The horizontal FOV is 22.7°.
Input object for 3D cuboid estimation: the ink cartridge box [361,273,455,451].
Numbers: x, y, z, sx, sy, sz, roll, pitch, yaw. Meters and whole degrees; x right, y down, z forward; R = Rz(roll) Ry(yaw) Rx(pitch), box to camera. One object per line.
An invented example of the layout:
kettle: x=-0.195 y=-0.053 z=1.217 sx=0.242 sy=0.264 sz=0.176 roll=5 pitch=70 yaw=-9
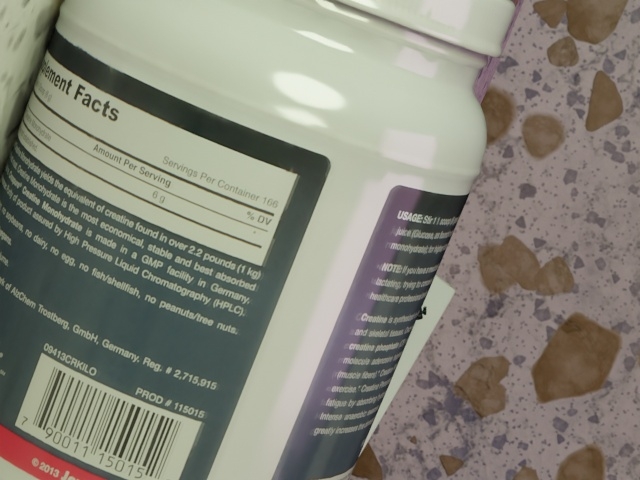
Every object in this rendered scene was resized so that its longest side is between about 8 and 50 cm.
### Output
ink cartridge box: x=-0.033 y=0.058 z=0.947 sx=0.128 sy=0.127 sz=0.176 roll=-57 pitch=-167 yaw=-28

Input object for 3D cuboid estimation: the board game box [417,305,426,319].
board game box: x=0.031 y=-0.055 z=0.835 sx=0.126 sy=0.026 sz=0.186 roll=63 pitch=20 yaw=-80

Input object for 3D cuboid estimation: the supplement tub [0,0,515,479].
supplement tub: x=-0.044 y=-0.006 z=0.693 sx=0.191 sy=0.191 sz=0.272 roll=-30 pitch=143 yaw=-77
